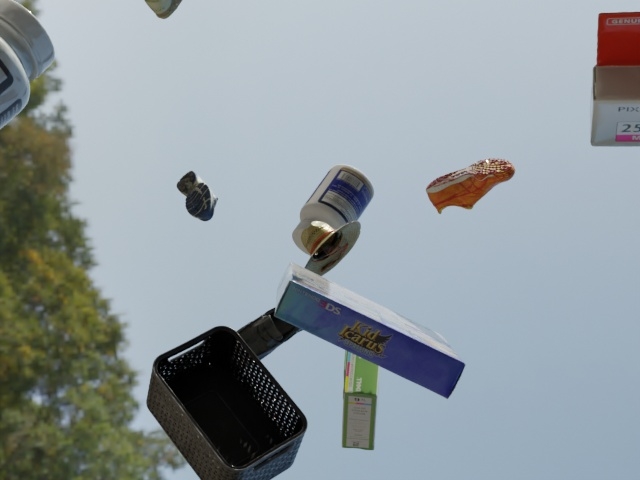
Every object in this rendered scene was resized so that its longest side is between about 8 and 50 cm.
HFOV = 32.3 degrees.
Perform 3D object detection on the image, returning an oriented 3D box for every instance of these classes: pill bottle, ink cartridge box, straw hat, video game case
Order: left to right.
[{"bbox_3d":[-0.556,-0.225,1.674,0.176,0.318,0.176,28,-32,19],"label":"pill bottle"},{"bbox_3d":[0.000,0.000,1.854,0.061,0.144,0.144,45,-43,18],"label":"straw hat"},{"bbox_3d":[0.022,-0.058,2.291,0.112,0.187,0.112,25,-32,17],"label":"pill bottle"},{"bbox_3d":[0.072,0.261,1.946,0.109,0.062,0.209,-81,173,-48],"label":"ink cartridge box"},{"bbox_3d":[0.063,0.126,1.615,0.061,0.269,0.244,-64,-177,3],"label":"video game case"},{"bbox_3d":[0.473,-0.192,1.352,0.239,0.275,0.060,61,32,-66],"label":"ink cartridge box"}]

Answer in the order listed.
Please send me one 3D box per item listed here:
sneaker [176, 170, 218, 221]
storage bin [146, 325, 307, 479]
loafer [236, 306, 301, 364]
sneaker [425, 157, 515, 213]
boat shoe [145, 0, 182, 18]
[{"bbox_3d":[-0.189,-0.067,1.811,0.052,0.058,0.135,-43,-146,9],"label":"sneaker"},{"bbox_3d":[-0.115,0.208,1.338,0.180,0.122,0.084,48,-36,23],"label":"storage bin"},{"bbox_3d":[-0.098,0.169,2.095,0.076,0.223,0.078,56,-15,16],"label":"loafer"},{"bbox_3d":[0.258,-0.091,1.850,0.175,0.064,0.067,-18,-69,45],"label":"sneaker"},{"bbox_3d":[-0.267,-0.574,2.204,0.104,0.285,0.089,24,-18,31],"label":"boat shoe"}]
